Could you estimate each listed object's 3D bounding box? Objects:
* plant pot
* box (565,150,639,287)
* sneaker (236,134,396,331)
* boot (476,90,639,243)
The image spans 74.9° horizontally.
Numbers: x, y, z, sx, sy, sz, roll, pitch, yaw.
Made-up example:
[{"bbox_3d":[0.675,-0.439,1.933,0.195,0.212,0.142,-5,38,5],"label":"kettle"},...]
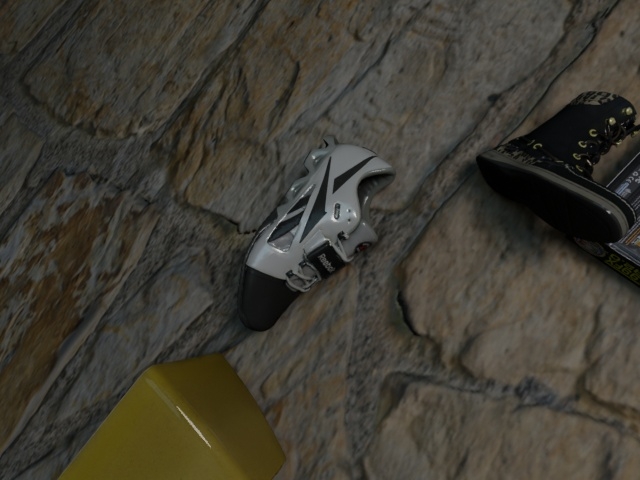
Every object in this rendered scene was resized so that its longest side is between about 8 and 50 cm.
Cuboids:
[{"bbox_3d":[-0.170,0.296,0.546,0.187,0.212,0.212,37,87,14],"label":"plant pot"},{"bbox_3d":[0.481,-0.044,0.494,0.270,0.060,0.216,-47,64,0],"label":"box"},{"bbox_3d":[0.000,0.000,0.620,0.146,0.122,0.330,24,82,27],"label":"sneaker"},{"bbox_3d":[0.329,-0.105,0.515,0.179,0.085,0.236,-34,29,3],"label":"boot"}]
